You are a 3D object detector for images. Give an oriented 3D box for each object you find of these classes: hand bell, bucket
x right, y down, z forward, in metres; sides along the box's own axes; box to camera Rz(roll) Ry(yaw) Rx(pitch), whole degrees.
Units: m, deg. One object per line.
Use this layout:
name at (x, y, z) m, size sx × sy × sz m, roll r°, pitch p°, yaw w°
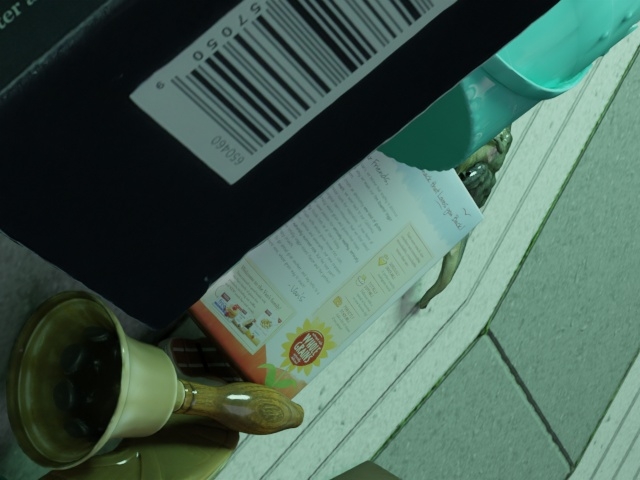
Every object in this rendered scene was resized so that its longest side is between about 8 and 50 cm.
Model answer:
hand bell at (-0.098, 0.117, 1.458) m, size 0.242 × 0.126 × 0.126 m, roll 15°, pitch 102°, yaw -46°
bucket at (0.078, -0.196, 1.390) m, size 0.183 × 0.281 × 0.281 m, roll -44°, pitch 145°, yaw -19°

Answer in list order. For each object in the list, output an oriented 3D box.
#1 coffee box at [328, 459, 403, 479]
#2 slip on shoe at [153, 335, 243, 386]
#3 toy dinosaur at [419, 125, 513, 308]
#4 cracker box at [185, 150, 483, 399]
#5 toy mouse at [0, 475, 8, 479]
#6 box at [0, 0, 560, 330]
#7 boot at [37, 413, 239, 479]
coffee box at (0.011, 0.381, 1.877) m, size 0.168 × 0.119 × 0.297 m, roll -19°, pitch 130°, yaw -47°
slip on shoe at (-0.102, 0.105, 1.575) m, size 0.041 × 0.051 × 0.135 m, roll -26°, pitch 166°, yaw 19°
toy dinosaur at (0.119, -0.043, 1.762) m, size 0.118 × 0.064 × 0.268 m, roll -17°, pitch 131°, yaw -58°
cracker box at (0.000, 0.000, 1.543) m, size 0.232 × 0.067 × 0.156 m, roll -42°, pitch 132°, yaw -8°
toy mouse at (-0.260, 0.225, 1.443) m, size 0.161 × 0.031 × 0.143 m, roll -52°, pitch 148°, yaw -15°
box at (-0.100, -0.214, 0.912) m, size 0.293 × 0.395 × 0.212 m, roll -39°, pitch 150°, yaw 6°
boot at (-0.172, 0.249, 1.491) m, size 0.262 × 0.095 × 0.203 m, roll -39°, pitch 157°, yaw -55°
